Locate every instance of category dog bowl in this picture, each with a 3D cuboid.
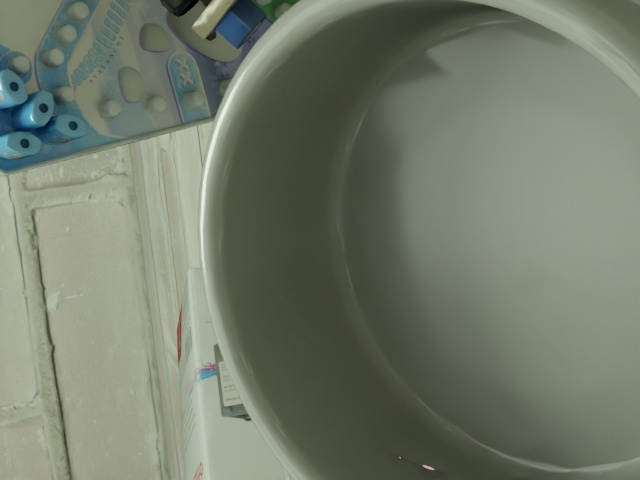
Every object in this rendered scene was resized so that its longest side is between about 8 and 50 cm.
[{"bbox_3d":[0.081,0.015,0.562,0.348,0.102,0.349,13,112,36],"label":"dog bowl"}]

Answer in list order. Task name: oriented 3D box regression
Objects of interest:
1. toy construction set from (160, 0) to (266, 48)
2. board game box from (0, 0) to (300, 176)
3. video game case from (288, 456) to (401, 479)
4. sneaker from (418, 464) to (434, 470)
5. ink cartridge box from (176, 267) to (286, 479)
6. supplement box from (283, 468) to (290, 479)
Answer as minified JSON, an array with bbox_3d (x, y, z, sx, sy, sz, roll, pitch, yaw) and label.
[{"bbox_3d":[0.008,-0.249,0.832,0.237,0.257,0.309,-30,82,59],"label":"toy construction set"},{"bbox_3d":[-0.145,-0.287,0.951,0.050,0.390,0.390,-7,100,54],"label":"board game box"},{"bbox_3d":[0.077,0.308,0.996,0.204,0.025,0.285,-26,69,37],"label":"video game case"},{"bbox_3d":[0.138,0.177,0.816,0.112,0.131,0.319,42,-158,-28],"label":"sneaker"},{"bbox_3d":[-0.122,0.217,1.587,0.226,0.131,0.306,115,150,-61],"label":"ink cartridge box"},{"bbox_3d":[0.018,0.191,1.179,0.114,0.111,0.220,118,140,-64],"label":"supplement box"}]
